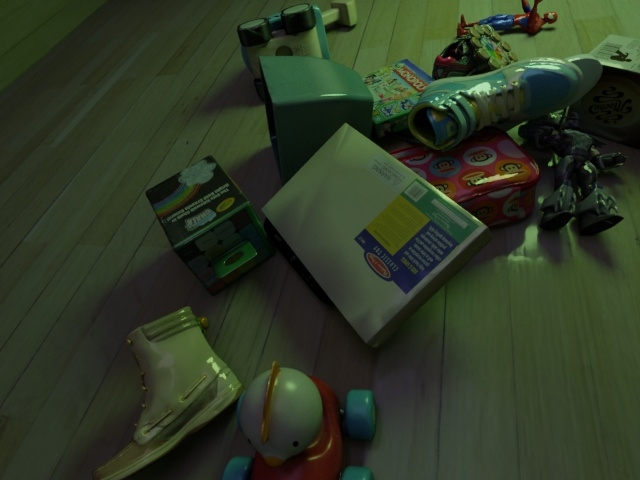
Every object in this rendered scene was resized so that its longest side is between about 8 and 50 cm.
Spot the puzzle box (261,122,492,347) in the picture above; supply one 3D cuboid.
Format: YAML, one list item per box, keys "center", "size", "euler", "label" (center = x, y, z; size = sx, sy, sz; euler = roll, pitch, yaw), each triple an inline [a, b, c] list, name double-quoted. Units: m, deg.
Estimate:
- center: [0.075, -0.035, 0.774]
  size: [0.272, 0.052, 0.409]
  euler: [-44, 51, 5]
  label: "puzzle box"

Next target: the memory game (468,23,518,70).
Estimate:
- center: [0.479, -0.520, 1.096]
  size: [0.186, 0.012, 0.186]
  euler: [13, 59, -23]
  label: "memory game"

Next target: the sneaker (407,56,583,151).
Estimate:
- center: [0.324, -0.255, 0.791]
  size: [0.319, 0.127, 0.208]
  euler: [0, 35, 37]
  label: "sneaker"

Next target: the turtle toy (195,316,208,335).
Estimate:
- center: [-0.280, 0.197, 0.797]
  size: [0.095, 0.066, 0.130]
  euler: [-14, 49, 6]
  label: "turtle toy"

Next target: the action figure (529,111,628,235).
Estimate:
- center: [0.511, -0.150, 0.798]
  size: [0.185, 0.099, 0.285]
  euler: [13, 64, 4]
  label: "action figure"

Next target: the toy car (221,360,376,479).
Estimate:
- center: [-0.048, 0.268, 0.552]
  size: [0.219, 0.238, 0.210]
  euler: [-4, 51, 15]
  label: "toy car"

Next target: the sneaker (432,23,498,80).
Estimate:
- center: [0.419, -0.530, 1.137]
  size: [0.121, 0.112, 0.299]
  euler: [23, 61, 31]
  label: "sneaker"

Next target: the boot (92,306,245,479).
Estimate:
- center: [-0.289, 0.257, 0.679]
  size: [0.262, 0.095, 0.203]
  euler: [-34, 80, -15]
  label: "boot"

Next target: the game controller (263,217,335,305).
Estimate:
- center: [0.000, 0.000, 0.869]
  size: [0.166, 0.067, 0.319]
  euler: [-35, 50, -11]
  label: "game controller"

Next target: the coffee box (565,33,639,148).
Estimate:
- center: [0.690, -0.284, 0.814]
  size: [0.119, 0.168, 0.297]
  euler: [-40, 52, -15]
  label: "coffee box"

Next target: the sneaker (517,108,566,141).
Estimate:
- center: [0.533, -0.310, 0.942]
  size: [0.081, 0.080, 0.211]
  euler: [20, 60, 28]
  label: "sneaker"

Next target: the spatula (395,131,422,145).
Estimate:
- center: [0.216, -0.281, 1.052]
  size: [0.084, 0.030, 0.296]
  euler: [-42, 52, -19]
  label: "spatula"

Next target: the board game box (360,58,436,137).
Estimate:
- center: [0.206, -0.407, 1.122]
  size: [0.213, 0.046, 0.317]
  euler: [-21, 41, 1]
  label: "board game box"

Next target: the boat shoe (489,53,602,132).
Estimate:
- center: [0.451, -0.323, 0.900]
  size: [0.301, 0.108, 0.102]
  euler: [-29, 37, 44]
  label: "boat shoe"

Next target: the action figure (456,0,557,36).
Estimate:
- center: [0.568, -0.700, 1.216]
  size: [0.280, 0.139, 0.091]
  euler: [11, 58, 22]
  label: "action figure"

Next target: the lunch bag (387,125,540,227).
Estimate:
- center: [0.280, -0.134, 0.863]
  size: [0.293, 0.120, 0.258]
  euler: [-15, 45, 4]
  label: "lunch bag"

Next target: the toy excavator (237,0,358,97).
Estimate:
- center: [-0.061, -0.731, 1.409]
  size: [0.432, 0.222, 0.445]
  euler: [-14, 41, 5]
  label: "toy excavator"

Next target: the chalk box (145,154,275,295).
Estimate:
- center: [-0.230, -0.019, 0.886]
  size: [0.180, 0.179, 0.289]
  euler: [-33, 51, -11]
  label: "chalk box"

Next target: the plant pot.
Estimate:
- center: [-0.005, -0.317, 1.026]
  size: [0.252, 0.248, 0.247]
  euler: [-11, 48, -8]
  label: "plant pot"
